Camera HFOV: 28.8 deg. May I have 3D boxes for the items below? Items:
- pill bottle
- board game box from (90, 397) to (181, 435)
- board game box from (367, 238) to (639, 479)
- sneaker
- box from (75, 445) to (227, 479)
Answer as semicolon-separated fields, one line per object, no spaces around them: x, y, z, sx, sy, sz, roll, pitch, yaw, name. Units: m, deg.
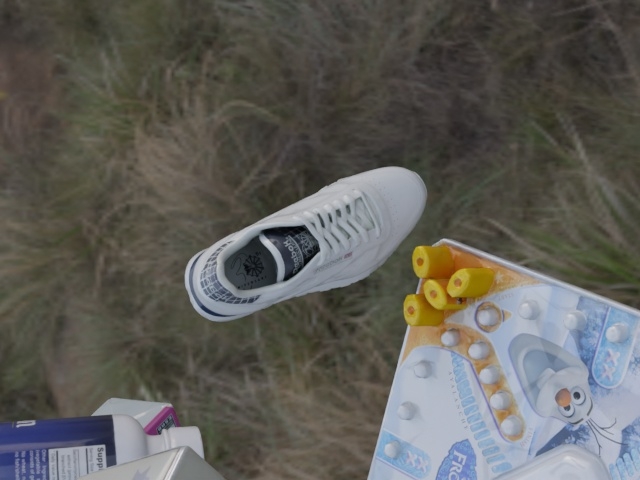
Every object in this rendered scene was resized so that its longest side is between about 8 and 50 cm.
-0.163;0.164;0.824;0.094;0.169;0.094;178;90;-78;pill bottle
-0.190;0.343;1.224;0.097;0.224;0.303;0;119;34;board game box
0.181;0.237;0.987;0.390;0.050;0.390;23;103;39;board game box
0.000;0.000;1.060;0.090;0.235;0.095;60;160;4;sneaker
-0.024;0.231;0.617;0.094;0.113;0.275;-23;119;42;box
